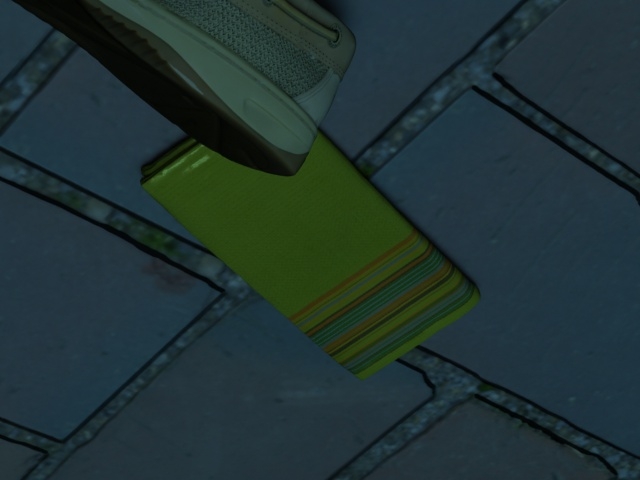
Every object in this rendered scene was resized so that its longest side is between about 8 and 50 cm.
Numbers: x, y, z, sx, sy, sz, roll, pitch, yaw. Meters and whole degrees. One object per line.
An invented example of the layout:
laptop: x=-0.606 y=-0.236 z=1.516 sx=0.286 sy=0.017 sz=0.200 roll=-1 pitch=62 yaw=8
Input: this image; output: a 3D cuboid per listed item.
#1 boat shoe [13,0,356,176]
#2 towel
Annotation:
boat shoe: x=-0.093 y=-0.145 z=0.714 sx=0.302 sy=0.109 sz=0.098 roll=39 pitch=77 yaw=-38
towel: x=0.000 y=0.000 z=0.929 sx=0.102 sy=0.021 sz=0.237 roll=-35 pitch=131 yaw=14
